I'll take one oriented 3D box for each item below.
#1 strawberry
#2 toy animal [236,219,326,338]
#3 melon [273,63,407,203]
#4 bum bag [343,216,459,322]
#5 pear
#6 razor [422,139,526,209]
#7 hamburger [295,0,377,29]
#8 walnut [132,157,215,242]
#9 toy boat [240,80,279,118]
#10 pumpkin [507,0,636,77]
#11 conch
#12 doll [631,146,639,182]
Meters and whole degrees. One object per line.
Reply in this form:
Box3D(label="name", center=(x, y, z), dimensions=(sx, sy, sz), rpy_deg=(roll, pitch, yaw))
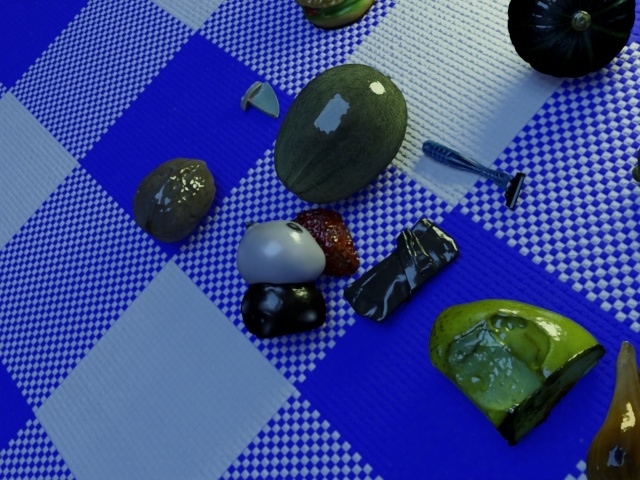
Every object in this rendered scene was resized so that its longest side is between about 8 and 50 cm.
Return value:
Box3D(label="strawberry", center=(-0.003, -0.001, 1.608), dimensions=(0.140, 0.085, 0.192), rpy_deg=(-20, 61, 14))
Box3D(label="toy animal", center=(-0.082, 0.074, 1.527), dimensions=(0.187, 0.165, 0.235), rpy_deg=(-4, 91, 23))
Box3D(label="melon", center=(0.041, -0.230, 1.601), dimensions=(0.329, 0.248, 0.248), rpy_deg=(-49, 56, 1))
Box3D(label="bum bag", center=(0.165, 0.065, 1.507), dimensions=(0.248, 0.060, 0.123), rpy_deg=(-43, 57, 0))
Box3D(label="pear", center=(0.329, 0.187, 1.310), dimensions=(0.238, 0.164, 0.255), rpy_deg=(-45, 54, 3))
Box3D(label="razor", center=(0.316, -0.152, 1.550), dimensions=(0.253, 0.042, 0.082), rpy_deg=(32, 124, 35))
Box3D(label="hamburger", center=(0.030, -0.664, 1.868), dimensions=(0.237, 0.149, 0.237), rpy_deg=(-11, 61, 21))
Box3D(label="walnut", center=(-0.349, -0.106, 1.783), dimensions=(0.178, 0.178, 0.230), rpy_deg=(23, 67, 33))
Box3D(label="toy boat", center=(-0.137, -0.349, 1.876), dimensions=(0.122, 0.034, 0.096), rpy_deg=(34, 84, 25))
Box3D(label="pumpkin", center=(0.504, -0.463, 1.515), dimensions=(0.248, 0.248, 0.248), rpy_deg=(-11, 62, 21))
Box3D(label="conch", center=(0.494, 0.317, 1.205), dimensions=(0.109, 0.093, 0.330), rpy_deg=(-1, 65, 33))
Box3D(label="doll", center=(0.688, -0.144, 1.347), dimensions=(0.209, 0.097, 0.137), rpy_deg=(17, 107, 16))
